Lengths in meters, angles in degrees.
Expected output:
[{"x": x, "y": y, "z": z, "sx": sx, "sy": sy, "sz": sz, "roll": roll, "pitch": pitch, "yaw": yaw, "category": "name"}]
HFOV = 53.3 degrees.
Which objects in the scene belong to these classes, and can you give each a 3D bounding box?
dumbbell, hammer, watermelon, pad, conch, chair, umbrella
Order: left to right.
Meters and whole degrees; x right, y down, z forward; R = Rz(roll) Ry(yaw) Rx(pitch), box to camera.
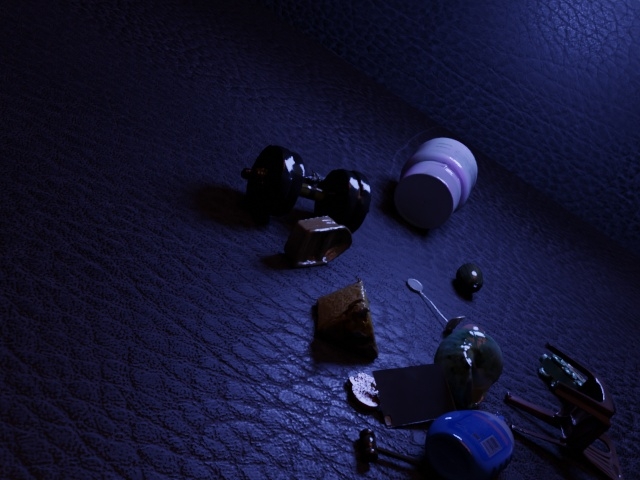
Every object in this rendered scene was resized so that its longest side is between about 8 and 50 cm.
[{"x": -0.029, "y": -0.127, "z": 1.670, "sx": 0.389, "sy": 0.185, "sz": 0.185, "roll": 14, "pitch": 33, "yaw": -32, "category": "dumbbell"}, {"x": 0.008, "y": -0.194, "z": 1.989, "sx": 0.044, "sy": 0.044, "sz": 0.269, "roll": 4, "pitch": 4, "yaw": 32, "category": "umbrella"}, {"x": 0.195, "y": 0.313, "z": 1.303, "sx": 0.193, "sy": 0.004, "sz": 0.116, "roll": 0, "pitch": 64, "yaw": -33, "category": "pad"}, {"x": 0.200, "y": 0.420, "z": 1.188, "sx": 0.292, "sy": 0.029, "sz": 0.058, "roll": 24, "pitch": 30, "yaw": -19, "category": "hammer"}, {"x": 0.333, "y": 0.287, "z": 1.437, "sx": 0.188, "sy": 0.122, "sz": 0.175, "roll": 4, "pitch": 66, "yaw": -42, "category": "conch"}, {"x": 0.441, "y": 0.113, "z": 1.882, "sx": 0.078, "sy": 0.078, "sz": 0.110, "roll": 27, "pitch": 27, "yaw": -10, "category": "watermelon"}, {"x": 0.609, "y": 0.414, "z": 1.449, "sx": 0.327, "sy": 0.183, "sz": 0.175, "roll": 29, "pitch": 28, "yaw": -5, "category": "chair"}]

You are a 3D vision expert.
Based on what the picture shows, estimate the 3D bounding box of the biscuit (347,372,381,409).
[{"x": 0.087, "y": 0.300, "z": 1.273, "sx": 0.078, "sy": 0.015, "sz": 0.091, "roll": 33, "pitch": 27, "yaw": 4, "category": "biscuit"}]

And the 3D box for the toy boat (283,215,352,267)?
[{"x": 0.000, "y": 0.000, "z": 1.568, "sx": 0.188, "sy": 0.116, "sz": 0.061, "roll": -5, "pitch": 39, "yaw": -48, "category": "toy boat"}]

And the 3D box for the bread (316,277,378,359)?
[{"x": 0.070, "y": 0.181, "z": 1.403, "sx": 0.152, "sy": 0.127, "sz": 0.147, "roll": 58, "pitch": 14, "yaw": -27, "category": "bread"}]

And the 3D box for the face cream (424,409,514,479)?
[{"x": 0.301, "y": 0.393, "z": 1.249, "sx": 0.149, "sy": 0.083, "sz": 0.264, "roll": 40, "pitch": 20, "yaw": 29, "category": "face cream"}]

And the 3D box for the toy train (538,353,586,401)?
[{"x": 0.661, "y": 0.374, "z": 1.696, "sx": 0.118, "sy": 0.074, "sz": 0.176, "roll": 19, "pitch": 24, "yaw": -44, "category": "toy train"}]

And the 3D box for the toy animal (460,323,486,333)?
[{"x": 0.383, "y": 0.261, "z": 1.588, "sx": 0.084, "sy": 0.089, "sz": 0.150, "roll": 3, "pitch": 29, "yaw": 11, "category": "toy animal"}]

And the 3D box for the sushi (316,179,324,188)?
[{"x": 0.022, "y": -0.154, "z": 1.916, "sx": 0.046, "sy": 0.044, "sz": 0.083, "roll": 4, "pitch": 37, "yaw": -45, "category": "sushi"}]

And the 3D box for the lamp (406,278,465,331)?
[{"x": 0.301, "y": 0.158, "z": 1.694, "sx": 0.050, "sy": 0.056, "sz": 0.198, "roll": 1, "pitch": 37, "yaw": -41, "category": "lamp"}]

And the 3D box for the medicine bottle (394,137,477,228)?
[{"x": 0.383, "y": -0.191, "z": 2.139, "sx": 0.241, "sy": 0.241, "sz": 0.302, "roll": 35, "pitch": 36, "yaw": 5, "category": "medicine bottle"}]
